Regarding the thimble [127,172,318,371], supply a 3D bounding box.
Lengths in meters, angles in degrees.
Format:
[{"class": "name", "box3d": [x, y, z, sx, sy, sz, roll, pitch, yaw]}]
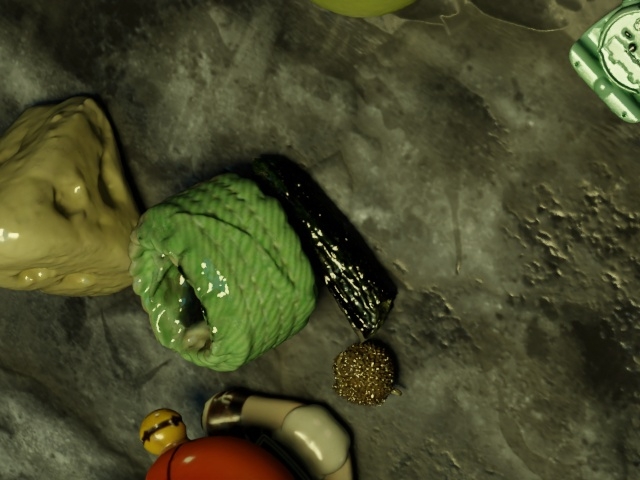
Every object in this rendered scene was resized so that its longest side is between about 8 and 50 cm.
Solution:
[{"class": "thimble", "box3d": [-0.116, 0.041, 1.480, 0.219, 0.150, 0.219, 41, 147, 34]}]

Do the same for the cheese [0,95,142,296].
[{"class": "cheese", "box3d": [-0.329, -0.016, 1.566, 0.173, 0.248, 0.251, -9, 113, 35]}]

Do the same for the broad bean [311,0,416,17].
[{"class": "broad bean", "box3d": [0.045, -0.356, 1.257, 0.238, 0.119, 0.291, 25, 123, 19]}]

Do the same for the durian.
[{"class": "durian", "box3d": [0.056, 0.158, 1.516, 0.091, 0.080, 0.080, 24, 123, 1]}]

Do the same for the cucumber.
[{"class": "cucumber", "box3d": [0.002, -0.001, 1.478, 0.067, 0.067, 0.245, -36, 90, 37]}]

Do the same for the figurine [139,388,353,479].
[{"class": "figurine", "box3d": [-0.092, 0.315, 1.514, 0.320, 0.323, 0.196, 44, 127, 5]}]

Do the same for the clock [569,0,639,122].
[{"class": "clock", "box3d": [0.309, -0.185, 1.224, 0.101, 0.041, 0.135, 47, 127, 4]}]
